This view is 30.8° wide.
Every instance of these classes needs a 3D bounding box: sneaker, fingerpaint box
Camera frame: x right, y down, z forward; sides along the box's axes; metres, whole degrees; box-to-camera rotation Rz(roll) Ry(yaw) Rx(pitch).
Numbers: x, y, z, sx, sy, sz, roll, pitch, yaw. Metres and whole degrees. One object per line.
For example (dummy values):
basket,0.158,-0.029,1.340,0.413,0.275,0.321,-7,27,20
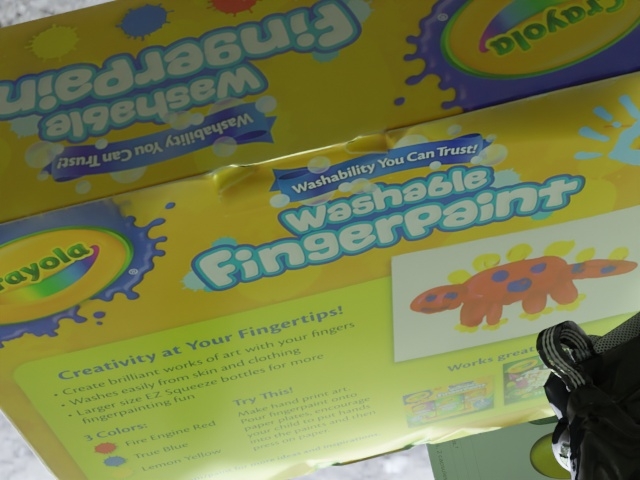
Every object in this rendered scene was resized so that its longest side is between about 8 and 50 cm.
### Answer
sneaker,0.191,0.093,0.493,0.269,0.153,0.101,9,144,-43
fingerpaint box,0.000,0.000,0.777,0.445,0.163,0.371,-14,144,1

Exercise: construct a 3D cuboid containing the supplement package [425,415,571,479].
supplement package,0.245,0.166,1.235,0.263,0.199,0.198,-13,179,10
